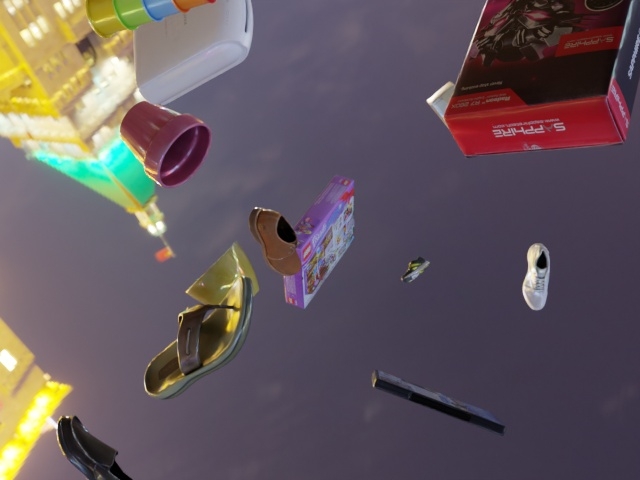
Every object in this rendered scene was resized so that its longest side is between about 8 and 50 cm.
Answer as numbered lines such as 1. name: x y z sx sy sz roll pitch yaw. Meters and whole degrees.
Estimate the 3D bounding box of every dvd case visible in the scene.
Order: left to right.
1. dvd case: 0.220 0.308 1.522 0.253 0.180 0.022 20 -92 4

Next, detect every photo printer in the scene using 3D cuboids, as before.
1. photo printer: -0.294 -0.485 1.855 0.308 0.107 0.256 -22 -121 24

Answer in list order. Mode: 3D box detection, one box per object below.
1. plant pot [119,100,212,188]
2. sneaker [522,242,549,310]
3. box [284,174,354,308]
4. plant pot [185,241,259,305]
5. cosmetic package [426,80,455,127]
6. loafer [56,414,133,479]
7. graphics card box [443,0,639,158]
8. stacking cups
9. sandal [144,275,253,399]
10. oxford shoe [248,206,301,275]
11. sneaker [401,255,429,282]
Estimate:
1. plant pot: -0.412 -0.264 2.054 0.180 0.201 0.201 36 -115 17
2. sneaker: 0.488 0.083 1.782 0.054 0.152 0.061 1 -177 2
3. box: 0.000 0.000 1.984 0.057 0.201 0.293 18 -135 21
4. plant pot: -0.172 0.082 1.488 0.134 0.095 0.134 -44 -176 4
5. cosmetic package: 0.261 -0.238 1.504 0.060 0.115 0.041 -41 -162 9
6. loafer: -0.444 0.432 1.589 0.078 0.220 0.080 -32 -168 4
7. graphics card box: 0.339 -0.292 1.121 0.233 0.094 0.371 -1 -126 40
8. stacking cups: -0.302 -0.482 1.543 0.316 0.096 0.096 -11 -138 21
9. sandal: -0.216 0.170 1.337 0.303 0.086 0.120 -42 -143 24
10. oxford shoe: -0.076 0.012 1.649 0.076 0.212 0.076 7 -121 26
11. sneaker: 0.218 0.068 1.865 0.083 0.031 0.035 -32 -118 -26
